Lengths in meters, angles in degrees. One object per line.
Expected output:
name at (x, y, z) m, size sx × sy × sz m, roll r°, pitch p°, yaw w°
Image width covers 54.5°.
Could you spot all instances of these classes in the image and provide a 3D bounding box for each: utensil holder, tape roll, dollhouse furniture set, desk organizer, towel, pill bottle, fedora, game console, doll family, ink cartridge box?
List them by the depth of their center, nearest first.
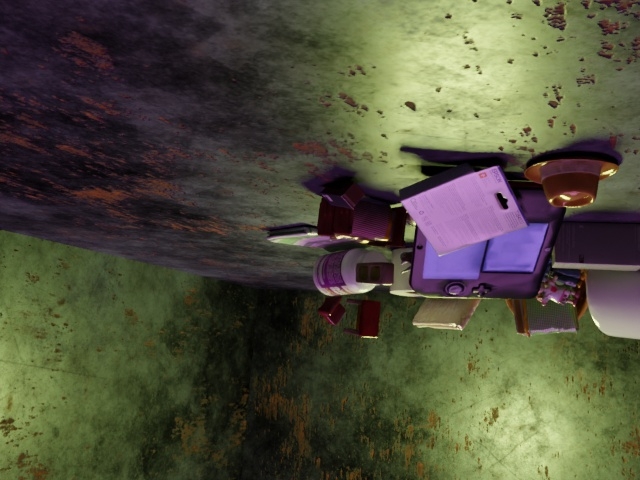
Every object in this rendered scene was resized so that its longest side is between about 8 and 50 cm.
fedora at (0.513, -0.114, 1.278) m, size 0.194 × 0.079 × 0.194 m, roll 4°, pitch 171°, yaw 1°
ink cartridge box at (0.321, -0.073, 1.381) m, size 0.224 × 0.045 × 0.223 m, roll -19°, pitch 135°, yaw 23°
game console at (0.399, 0.009, 1.526) m, size 0.342 × 0.060 × 0.386 m, roll 4°, pitch 135°, yaw 6°
desk organizer at (0.054, -0.116, 1.538) m, size 0.047 × 0.050 × 0.130 m, roll 46°, pitch 169°, yaw -23°
dollhouse furniture set at (0.104, 0.071, 1.675) m, size 0.201 × 0.374 × 0.152 m, roll 9°, pitch 173°, yaw -35°
utensil holder at (1.047, 0.142, 1.844) m, size 0.328 × 0.327 × 0.385 m, roll 11°, pitch 171°, yaw -35°
doll family at (0.741, 0.073, 1.932) m, size 0.163 × 0.262 × 0.118 m, roll 18°, pitch -158°, yaw 13°
dollhouse furniture set at (0.705, 0.162, 2.037) m, size 0.198 × 0.301 × 0.151 m, roll -14°, pitch 165°, yaw 37°
towel at (0.000, 0.000, 2.262) m, size 0.325 × 0.038 × 0.248 m, roll 13°, pitch 166°, yaw -40°
pill bottle at (0.115, 0.116, 2.321) m, size 0.169 × 0.169 × 0.302 m, roll 10°, pitch 167°, yaw -31°
tape roll at (0.397, 0.129, 2.442) m, size 0.246 × 0.169 × 0.246 m, roll 3°, pitch 170°, yaw 1°
towel at (0.541, 0.215, 2.489) m, size 0.053 × 0.331 × 0.317 m, roll 41°, pitch 158°, yaw -16°

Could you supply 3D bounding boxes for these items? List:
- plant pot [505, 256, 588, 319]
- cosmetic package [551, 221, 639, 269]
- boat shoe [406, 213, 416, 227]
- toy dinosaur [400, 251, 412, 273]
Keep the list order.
plant pot at (0.824, 0.160, 2.206) m, size 0.291 × 0.290 × 0.203 m, roll -3°, pitch -177°, yaw 36°
cosmetic package at (0.789, 0.018, 1.777) m, size 0.238 × 0.127 × 0.107 m, roll 0°, pitch 169°, yaw 16°
boat shoe at (0.290, -0.056, 1.792) m, size 0.049 × 0.056 × 0.152 m, roll 2°, pitch 161°, yaw 40°
toy dinosaur at (0.399, 0.045, 1.956) m, size 0.121 × 0.160 × 0.314 m, roll 10°, pitch 177°, yaw -37°
